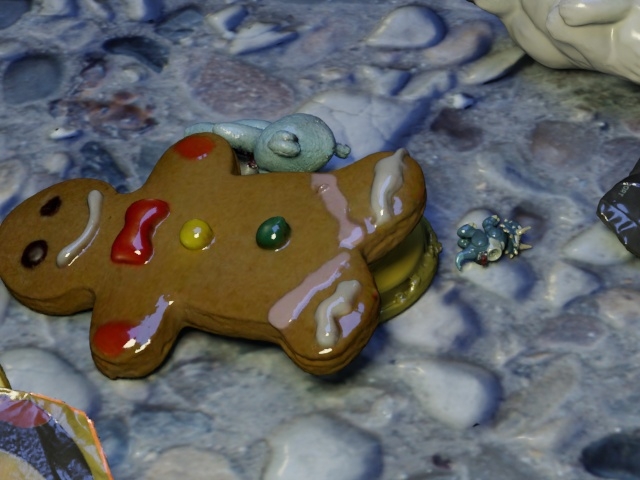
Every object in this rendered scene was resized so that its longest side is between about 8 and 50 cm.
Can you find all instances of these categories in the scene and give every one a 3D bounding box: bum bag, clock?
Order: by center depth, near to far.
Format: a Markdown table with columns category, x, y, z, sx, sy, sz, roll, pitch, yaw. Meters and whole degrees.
| category | x | y | z | sx | sy | sz | roll | pitch | yaw |
| --- | --- | --- | --- | --- | --- | --- | --- | --- | --- |
| clock | 0.000 | 0.000 | 1.889 | 0.237 | 0.057 | 0.237 | -2 | 39 | 2 |
| bum bag | 0.341 | -0.047 | 1.923 | 0.087 | 0.049 | 0.198 | 36 | 49 | 8 |

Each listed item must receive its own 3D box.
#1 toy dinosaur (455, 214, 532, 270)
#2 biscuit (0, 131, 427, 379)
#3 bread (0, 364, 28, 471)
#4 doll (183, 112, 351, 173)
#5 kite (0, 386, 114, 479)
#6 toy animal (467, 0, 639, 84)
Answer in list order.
| category | x | y | z | sx | sy | sz | roll | pitch | yaw |
| --- | --- | --- | --- | --- | --- | --- | --- | --- | --- |
| toy dinosaur | 0.167 | 0.003 | 1.888 | 0.083 | 0.030 | 0.047 | -17 | 39 | -14 |
| biscuit | -0.129 | 0.005 | 1.828 | 0.432 | 0.064 | 0.283 | 6 | 55 | 24 |
| bread | -0.376 | 0.156 | 1.616 | 0.240 | 0.135 | 0.178 | -19 | 80 | -17 |
| doll | -0.063 | -0.091 | 1.998 | 0.179 | 0.075 | 0.120 | -3 | 0 | 35 |
| kite | -0.303 | 0.241 | 1.509 | 0.377 | 0.013 | 0.327 | 17 | 52 | 10 |
| toy animal | 0.348 | -0.237 | 2.070 | 0.357 | 0.194 | 0.258 | 36 | 25 | 20 |
